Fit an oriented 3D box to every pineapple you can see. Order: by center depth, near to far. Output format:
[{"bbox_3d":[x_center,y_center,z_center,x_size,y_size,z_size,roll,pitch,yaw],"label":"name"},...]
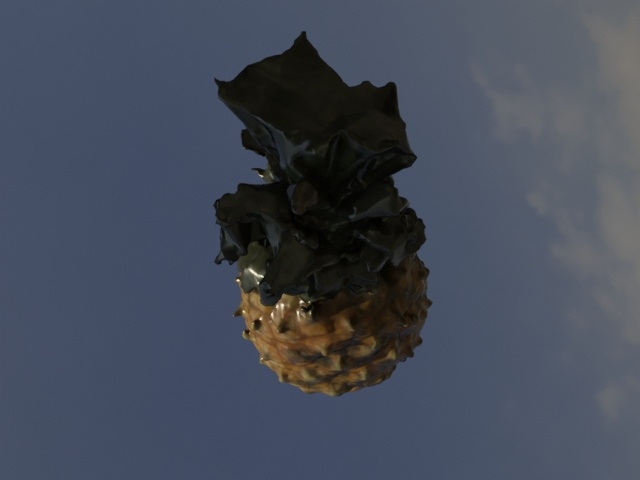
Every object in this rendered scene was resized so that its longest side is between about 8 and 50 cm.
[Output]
[{"bbox_3d":[0.001,-0.001,0.454,0.128,0.248,0.128,-3,-117,5],"label":"pineapple"}]
